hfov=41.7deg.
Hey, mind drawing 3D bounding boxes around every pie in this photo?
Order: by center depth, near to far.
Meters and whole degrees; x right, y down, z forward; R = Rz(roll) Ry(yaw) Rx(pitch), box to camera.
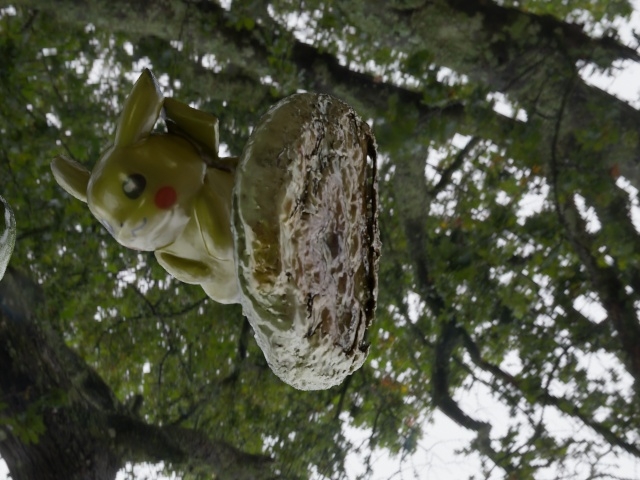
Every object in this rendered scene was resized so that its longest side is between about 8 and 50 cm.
[{"bbox_3d":[0.000,0.000,0.759,0.055,0.274,0.274,0,-128,26],"label":"pie"}]

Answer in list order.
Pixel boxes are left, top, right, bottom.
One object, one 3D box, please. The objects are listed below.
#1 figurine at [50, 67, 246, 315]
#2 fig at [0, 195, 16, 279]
[{"bbox_3d":[-0.169,-0.053,1.073,0.326,0.218,0.169,29,-144,-21],"label":"figurine"},{"bbox_3d":[-0.499,-0.026,0.977,0.206,0.275,0.206,-8,-114,20],"label":"fig"}]
